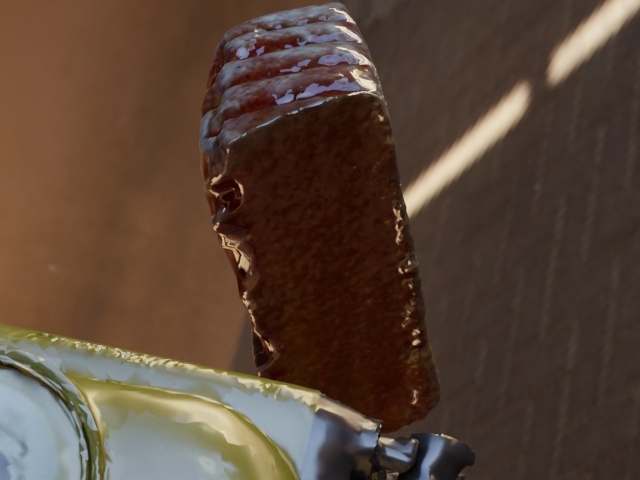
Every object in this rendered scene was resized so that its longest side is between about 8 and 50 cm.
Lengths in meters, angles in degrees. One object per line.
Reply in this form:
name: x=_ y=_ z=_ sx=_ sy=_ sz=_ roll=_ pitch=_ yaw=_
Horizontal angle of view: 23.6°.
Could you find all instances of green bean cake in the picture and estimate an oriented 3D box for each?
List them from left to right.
green bean cake: x=0.000 y=0.000 z=0.825 sx=0.198 sy=0.097 sz=0.233 roll=-99 pitch=-3 yaw=-62

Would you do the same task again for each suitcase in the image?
suitcase: x=-0.081 y=0.129 z=0.506 sx=0.143 sy=0.234 sz=0.194 roll=82 pitch=-160 yaw=-74
